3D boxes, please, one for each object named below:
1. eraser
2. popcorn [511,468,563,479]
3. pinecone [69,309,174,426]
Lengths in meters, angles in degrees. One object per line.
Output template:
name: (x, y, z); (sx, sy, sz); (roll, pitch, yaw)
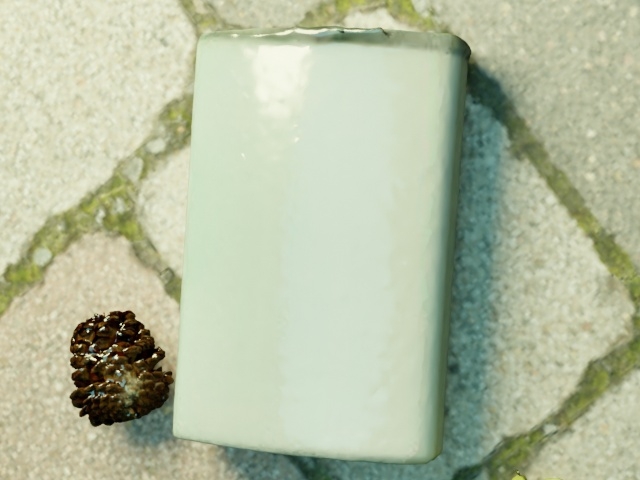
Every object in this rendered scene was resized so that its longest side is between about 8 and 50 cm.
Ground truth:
eraser: (0.000, 0.000, 1.234); (0.189, 0.104, 0.290); (4, 91, 8)
popcorn: (0.148, 0.243, 1.183); (0.141, 0.135, 0.162); (29, 98, 19)
pinecone: (-0.146, 0.091, 1.284); (0.077, 0.077, 0.083); (-27, 50, 11)
